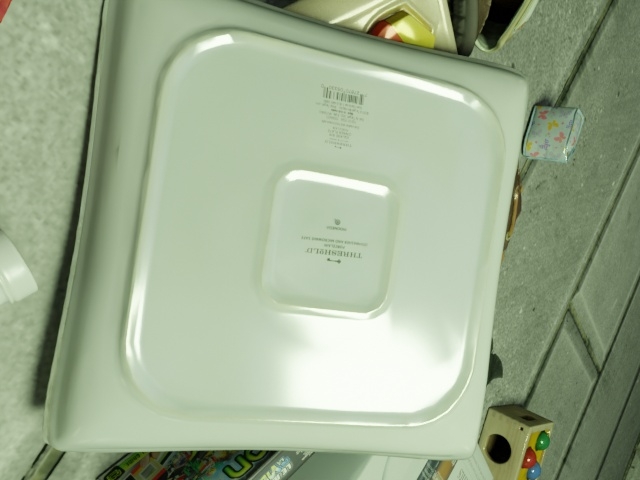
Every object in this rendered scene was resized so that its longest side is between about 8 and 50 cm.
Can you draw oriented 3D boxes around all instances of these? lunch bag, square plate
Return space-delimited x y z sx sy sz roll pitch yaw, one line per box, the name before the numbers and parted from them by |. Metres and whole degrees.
lunch bag | 0.367 -0.165 0.806 0.053 0.071 0.083 22 84 -50
square plate | 0.000 0.000 0.383 0.347 0.049 0.344 8 91 -17

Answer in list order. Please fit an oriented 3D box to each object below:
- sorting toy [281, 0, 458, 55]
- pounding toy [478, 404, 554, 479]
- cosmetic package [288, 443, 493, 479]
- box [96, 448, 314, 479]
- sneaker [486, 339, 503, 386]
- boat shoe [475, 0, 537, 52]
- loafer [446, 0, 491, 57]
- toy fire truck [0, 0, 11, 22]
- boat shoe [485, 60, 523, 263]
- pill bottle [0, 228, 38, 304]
sorting toy | 0.041 -0.120 0.461 0.193 0.038 0.208 -26 123 1
pounding toy | 0.340 0.425 0.943 0.181 0.094 0.206 16 91 -46
cosmetic package | 0.091 0.343 0.669 0.284 0.097 0.377 -49 133 -20
box | -0.074 0.176 0.446 0.207 0.114 0.036 -35 124 -33
sneaker | 0.240 0.208 0.808 0.170 0.051 0.089 -19 110 -43
boat shoe | 0.197 -0.316 0.509 0.103 0.113 0.302 -66 157 -13
loafer | 0.094 -0.336 0.440 0.130 0.133 0.366 -38 126 -30
toy fire truck | -0.196 -0.064 0.237 0.047 0.135 0.192 29 82 -45
boat shoe | 0.195 -0.050 0.651 0.123 0.123 0.342 -30 123 -51
pill bottle | -0.229 0.038 0.286 0.116 0.065 0.065 -34 124 -32
